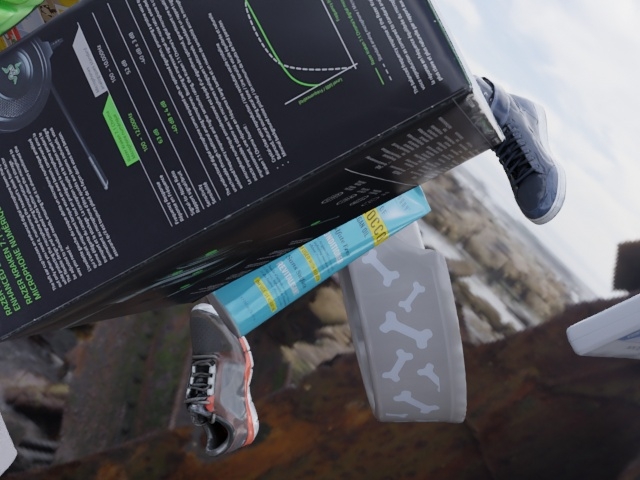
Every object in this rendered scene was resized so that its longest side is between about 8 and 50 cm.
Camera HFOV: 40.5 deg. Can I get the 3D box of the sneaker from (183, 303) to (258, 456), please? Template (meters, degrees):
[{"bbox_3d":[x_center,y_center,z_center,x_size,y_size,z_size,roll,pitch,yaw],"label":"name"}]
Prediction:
[{"bbox_3d":[-0.104,0.141,0.852,0.065,0.061,0.158,-28,108,-50],"label":"sneaker"}]

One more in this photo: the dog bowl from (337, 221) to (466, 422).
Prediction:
[{"bbox_3d":[0.082,0.061,1.064,0.349,0.102,0.349,167,-90,-89],"label":"dog bowl"}]

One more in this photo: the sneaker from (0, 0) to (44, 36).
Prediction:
[{"bbox_3d":[-0.263,-0.309,0.750,0.185,0.483,0.202,39,-27,-15],"label":"sneaker"}]

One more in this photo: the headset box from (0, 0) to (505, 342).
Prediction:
[{"bbox_3d":[-0.052,-0.059,0.511,0.131,0.283,0.246,64,15,6],"label":"headset box"}]

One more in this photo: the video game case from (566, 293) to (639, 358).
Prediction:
[{"bbox_3d":[0.467,0.051,0.929,0.300,0.329,0.036,12,53,-51],"label":"video game case"}]

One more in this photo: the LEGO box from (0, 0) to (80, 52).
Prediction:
[{"bbox_3d":[-0.288,-0.256,1.280,0.372,0.193,0.500,22,-41,34],"label":"LEGO box"}]

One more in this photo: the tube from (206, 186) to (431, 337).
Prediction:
[{"bbox_3d":[0.000,0.000,0.722,0.052,0.207,0.080,32,-27,53],"label":"tube"}]

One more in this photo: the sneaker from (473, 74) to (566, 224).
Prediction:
[{"bbox_3d":[0.248,-0.132,1.202,0.163,0.086,0.226,22,44,-28],"label":"sneaker"}]

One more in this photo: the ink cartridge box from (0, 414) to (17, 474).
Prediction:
[{"bbox_3d":[-0.332,0.108,0.622,0.203,0.086,0.148,33,-31,11],"label":"ink cartridge box"}]
